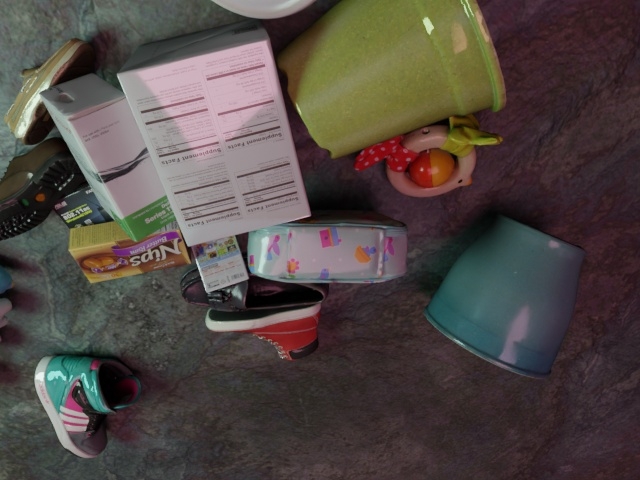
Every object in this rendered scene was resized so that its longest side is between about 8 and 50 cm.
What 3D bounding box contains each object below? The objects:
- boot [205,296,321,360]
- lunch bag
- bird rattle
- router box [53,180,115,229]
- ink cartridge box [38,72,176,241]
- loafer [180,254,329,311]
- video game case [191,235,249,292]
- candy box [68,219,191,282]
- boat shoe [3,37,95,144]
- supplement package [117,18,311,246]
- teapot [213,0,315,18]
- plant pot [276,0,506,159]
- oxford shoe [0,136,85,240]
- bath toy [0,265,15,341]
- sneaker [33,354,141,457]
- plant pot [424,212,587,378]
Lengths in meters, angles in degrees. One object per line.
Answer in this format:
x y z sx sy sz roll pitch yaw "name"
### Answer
-0.121 0.206 1.057 0.244 0.088 0.176 -5 124 -11 "boot"
0.000 0.000 0.869 0.279 0.224 0.107 1 101 -10 "lunch bag"
0.188 -0.147 0.868 0.254 0.143 0.207 -18 140 5 "bird rattle"
-0.397 -0.060 0.864 0.123 0.038 0.092 -24 123 5 "router box"
-0.310 -0.125 0.725 0.087 0.153 0.208 -34 136 -23 "ink cartridge box"
-0.131 0.092 0.974 0.303 0.095 0.109 -5 123 -7 "loafer"
-0.197 0.029 0.934 0.087 0.011 0.122 -18 90 2 "video game case"
-0.340 0.012 0.884 0.187 0.053 0.109 -10 144 -10 "candy box"
-0.421 -0.237 0.735 0.072 0.068 0.190 43 101 0 "boat shoe"
-0.146 -0.169 0.742 0.198 0.199 0.262 -14 123 -2 "supplement package"
-0.075 -0.430 0.607 0.253 0.187 0.256 2 148 17 "teapot"
0.087 -0.254 0.706 0.254 0.276 0.276 -26 123 16 "plant pot"
-0.493 -0.083 0.805 0.227 0.096 0.083 -39 156 0 "oxford shoe"
-0.697 0.183 0.914 0.151 0.129 0.348 32 116 11 "bath toy"
-0.484 0.367 1.077 0.179 0.123 0.295 -5 122 4 "sneaker"
0.388 0.092 0.985 0.272 0.271 0.255 19 102 -20 "plant pot"
